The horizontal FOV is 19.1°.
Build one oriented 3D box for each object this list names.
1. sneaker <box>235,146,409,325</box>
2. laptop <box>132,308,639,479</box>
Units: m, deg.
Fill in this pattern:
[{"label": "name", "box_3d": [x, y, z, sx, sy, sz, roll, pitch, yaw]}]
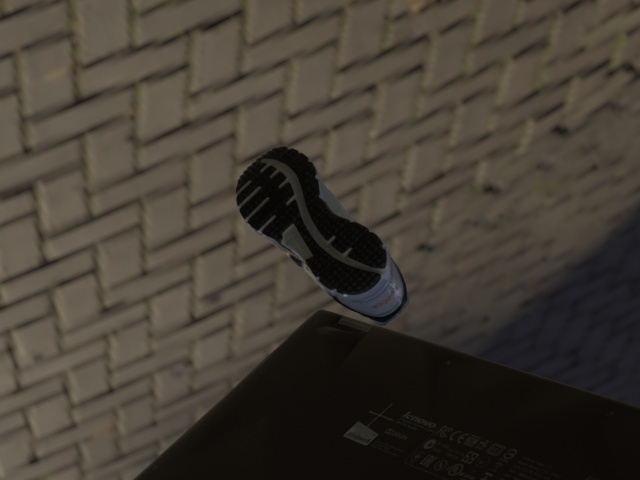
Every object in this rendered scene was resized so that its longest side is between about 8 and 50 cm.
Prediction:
[{"label": "sneaker", "box_3d": [0.000, 0.000, 0.834, 0.040, 0.109, 0.044, -40, 139, 0]}, {"label": "laptop", "box_3d": [0.115, 0.184, 0.904, 0.408, 0.382, 0.236, -41, 117, -21]}]
